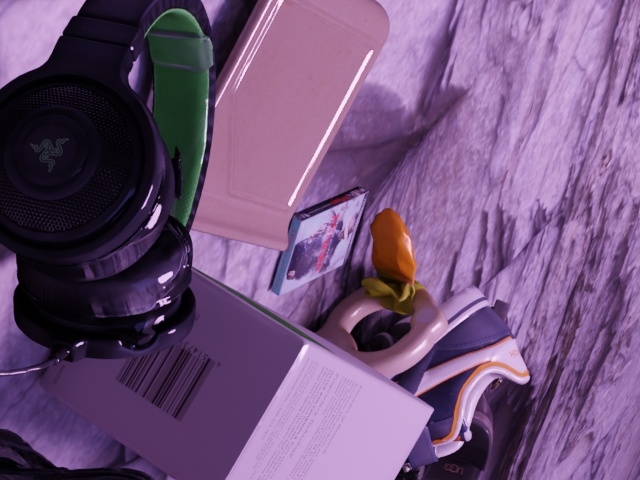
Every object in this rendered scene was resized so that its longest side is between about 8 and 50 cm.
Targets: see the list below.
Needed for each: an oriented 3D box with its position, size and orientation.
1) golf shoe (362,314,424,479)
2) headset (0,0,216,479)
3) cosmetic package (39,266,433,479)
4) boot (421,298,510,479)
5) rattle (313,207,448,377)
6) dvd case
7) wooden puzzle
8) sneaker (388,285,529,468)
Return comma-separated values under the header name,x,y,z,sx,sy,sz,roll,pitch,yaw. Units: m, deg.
name,x,y,z,sx,sy,sz,roll,pitch,yaw
golf shoe,0.098,0.202,2.011,0.120,0.105,0.273,-43,153,-47
headset,-0.131,0.002,1.170,0.243,0.185,0.394,83,23,-53
cosmetic package,-0.060,0.139,1.518,0.155,0.197,0.365,-60,158,-1
boot,0.172,0.227,2.140,0.229,0.091,0.263,-70,-176,-53
rattle,0.021,0.084,1.750,0.199,0.130,0.143,-27,146,-6
dvd case,0.000,0.000,1.694,0.119,0.013,0.087,-26,140,-54
wooden puzzle,-0.040,-0.116,1.460,0.221,0.044,0.239,15,100,-65
sneaker,0.076,0.193,1.828,0.321,0.127,0.126,-39,169,1
